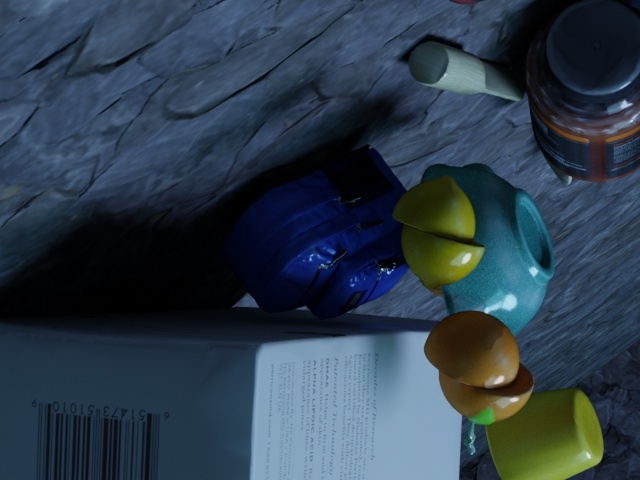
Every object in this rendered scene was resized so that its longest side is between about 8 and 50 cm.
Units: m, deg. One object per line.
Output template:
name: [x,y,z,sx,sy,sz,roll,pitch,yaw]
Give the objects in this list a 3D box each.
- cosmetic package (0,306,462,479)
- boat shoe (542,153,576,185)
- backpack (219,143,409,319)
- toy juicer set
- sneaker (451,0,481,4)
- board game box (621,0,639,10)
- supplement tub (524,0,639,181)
cosmetic package: [-0.057,0.129,1.205,0.217,0.156,0.385,3,-178,22]
boat shoe: [0.217,-0.088,1.507,0.043,0.049,0.137,-35,161,-6]
backpack: [0.000,0.000,1.208,0.120,0.101,0.098,-19,152,-38]
toy juicer set: [0.089,-0.005,1.158,0.089,0.329,0.209,-20,151,23]
sneaker: [0.180,-0.181,0.958,0.276,0.135,0.097,-27,165,-24]
board game box: [0.295,-0.201,1.342,0.133,0.033,0.169,-35,165,-1]
supplement tub: [0.204,-0.113,1.280,0.106,0.106,0.198,-35,166,1]
